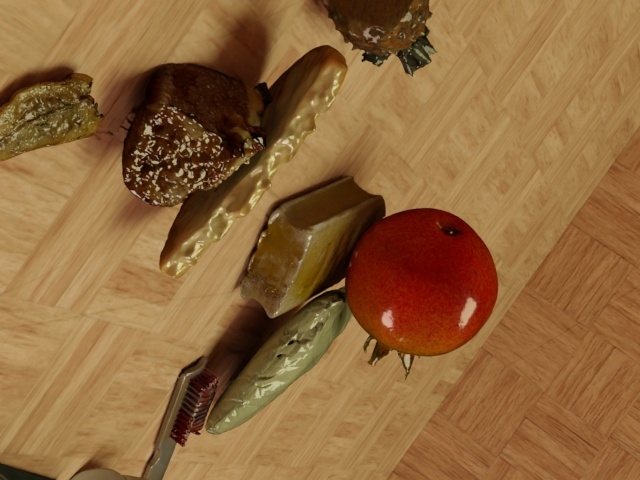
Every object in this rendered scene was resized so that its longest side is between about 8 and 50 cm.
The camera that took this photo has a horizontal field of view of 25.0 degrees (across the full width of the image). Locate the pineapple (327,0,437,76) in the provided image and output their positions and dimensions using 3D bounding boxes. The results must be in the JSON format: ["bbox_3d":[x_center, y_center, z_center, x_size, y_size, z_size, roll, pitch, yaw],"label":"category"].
[{"bbox_3d":[0.086,-0.269,1.765,0.128,0.128,0.248,-54,166,0],"label":"pineapple"}]

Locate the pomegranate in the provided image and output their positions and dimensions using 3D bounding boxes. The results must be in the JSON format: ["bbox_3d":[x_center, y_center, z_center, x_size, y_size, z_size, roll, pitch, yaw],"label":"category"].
[{"bbox_3d":[0.138,0.075,2.095,0.221,0.221,0.256,-19,139,-60],"label":"pomegranate"}]

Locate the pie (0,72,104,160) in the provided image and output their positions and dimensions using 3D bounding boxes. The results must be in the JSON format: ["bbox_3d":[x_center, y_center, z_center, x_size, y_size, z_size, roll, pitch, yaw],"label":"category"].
[{"bbox_3d":[-0.259,-0.112,1.321,0.170,0.034,0.092,-23,147,-48],"label":"pie"}]

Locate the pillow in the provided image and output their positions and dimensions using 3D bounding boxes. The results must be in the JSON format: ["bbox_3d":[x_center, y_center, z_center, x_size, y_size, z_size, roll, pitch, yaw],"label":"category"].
[{"bbox_3d":[-0.051,0.181,2.197,0.281,0.076,0.274,-46,175,4],"label":"pillow"}]

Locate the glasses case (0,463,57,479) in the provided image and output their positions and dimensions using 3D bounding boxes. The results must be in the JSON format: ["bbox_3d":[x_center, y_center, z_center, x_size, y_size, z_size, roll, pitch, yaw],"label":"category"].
[{"bbox_3d":[-0.355,0.315,1.777,0.266,0.105,0.056,54,47,-72],"label":"glasses case"}]

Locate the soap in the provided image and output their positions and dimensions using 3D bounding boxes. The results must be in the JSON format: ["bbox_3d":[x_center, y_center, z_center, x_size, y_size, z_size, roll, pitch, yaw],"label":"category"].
[{"bbox_3d":[0.000,0.000,2.088,0.257,0.080,0.160,-27,147,-54],"label":"soap"}]

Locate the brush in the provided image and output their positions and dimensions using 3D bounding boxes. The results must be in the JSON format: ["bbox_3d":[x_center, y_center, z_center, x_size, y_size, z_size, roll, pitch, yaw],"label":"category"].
[{"bbox_3d":[-0.217,0.307,2.159,0.060,0.050,0.321,-37,157,-51],"label":"brush"}]

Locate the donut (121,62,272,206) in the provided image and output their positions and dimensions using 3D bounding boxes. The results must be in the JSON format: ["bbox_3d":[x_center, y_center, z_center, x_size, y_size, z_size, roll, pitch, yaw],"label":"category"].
[{"bbox_3d":[-0.137,-0.113,1.511,0.126,0.144,0.186,-54,-161,20],"label":"donut"}]

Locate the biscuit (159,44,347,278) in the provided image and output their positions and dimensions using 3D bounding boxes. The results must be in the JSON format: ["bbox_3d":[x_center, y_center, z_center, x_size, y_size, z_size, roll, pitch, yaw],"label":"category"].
[{"bbox_3d":[-0.073,-0.101,1.624,0.309,0.040,0.204,-49,-164,16],"label":"biscuit"}]

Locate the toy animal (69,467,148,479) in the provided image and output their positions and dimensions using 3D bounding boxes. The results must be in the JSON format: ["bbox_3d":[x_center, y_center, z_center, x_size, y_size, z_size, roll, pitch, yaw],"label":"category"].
[{"bbox_3d":[-0.293,0.406,2.032,0.131,0.103,0.220,-17,151,-14],"label":"toy animal"}]
